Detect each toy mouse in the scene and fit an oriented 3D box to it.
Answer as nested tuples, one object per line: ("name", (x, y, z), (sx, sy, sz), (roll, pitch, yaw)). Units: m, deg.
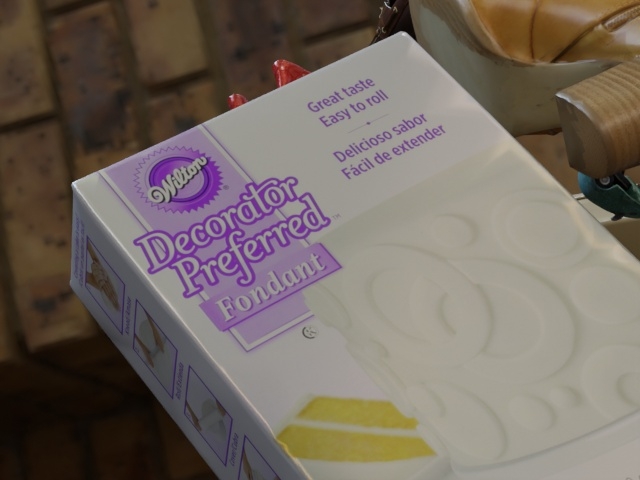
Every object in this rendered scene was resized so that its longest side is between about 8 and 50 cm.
("toy mouse", (0.218, -0.056, 1.296), (0.143, 0.031, 0.161), (25, -147, -33))

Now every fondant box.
("fondant box", (0.048, 0.056, 0.931), (0.330, 0.238, 0.096), (48, 150, 28))

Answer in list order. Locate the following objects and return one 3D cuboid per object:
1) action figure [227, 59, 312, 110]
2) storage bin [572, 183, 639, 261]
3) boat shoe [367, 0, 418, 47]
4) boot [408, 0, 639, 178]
("action figure", (0.000, 0.000, 1.341), (0.139, 0.091, 0.280), (32, -143, -33))
("storage bin", (0.382, 0.073, 1.985), (0.123, 0.262, 0.260), (-33, -71, -54))
("boat shoe", (0.103, -0.252, 1.935), (0.073, 0.207, 0.073), (-34, -91, -32))
("boot", (0.204, -0.139, 1.125), (0.295, 0.211, 0.104), (44, 152, 54))
